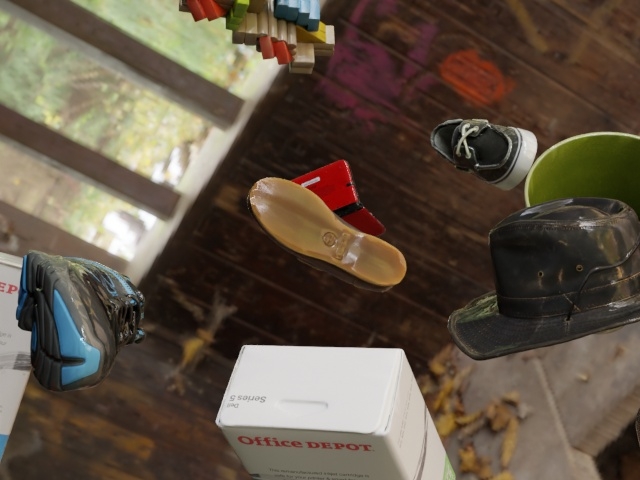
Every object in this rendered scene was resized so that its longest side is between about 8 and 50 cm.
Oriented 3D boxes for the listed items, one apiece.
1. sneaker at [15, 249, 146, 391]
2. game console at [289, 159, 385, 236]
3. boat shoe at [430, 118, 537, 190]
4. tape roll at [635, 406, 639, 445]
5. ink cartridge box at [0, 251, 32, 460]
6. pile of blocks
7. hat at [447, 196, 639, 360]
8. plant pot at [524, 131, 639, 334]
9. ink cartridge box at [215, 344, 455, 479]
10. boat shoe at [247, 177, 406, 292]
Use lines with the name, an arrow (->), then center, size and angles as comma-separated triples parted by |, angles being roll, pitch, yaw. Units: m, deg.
sneaker -> -0.253, 0.076, 1.193 | 0.341, 0.139, 0.125 | -146, 64, -67
game console -> 0.016, -0.051, 1.768 | 0.144, 0.085, 0.124 | -21, 78, 27
boat shoe -> 0.198, -0.113, 1.353 | 0.219, 0.070, 0.078 | -154, 84, -73
tape roll -> 0.526, 0.254, 1.393 | 0.219, 0.219, 0.072 | -47, 27, 36
ink cartridge box -> -0.527, 0.156, 1.497 | 0.129, 0.223, 0.307 | 21, 92, 57
pile of blocks -> -0.092, -0.384, 1.885 | 0.149, 0.362, 0.113 | -24, 60, 42
hat -> 0.299, 0.021, 1.330 | 0.331, 0.134, 0.331 | -21, 14, 5
plant pot -> 0.475, 0.017, 1.804 | 0.293, 0.274, 0.275 | 81, -165, -50
ink cartridge box -> 0.027, 0.243, 1.234 | 0.198, 0.273, 0.115 | -1, 48, 21
boat shoe -> 0.000, 0.000, 1.260 | 0.073, 0.207, 0.073 | -59, 10, -16
